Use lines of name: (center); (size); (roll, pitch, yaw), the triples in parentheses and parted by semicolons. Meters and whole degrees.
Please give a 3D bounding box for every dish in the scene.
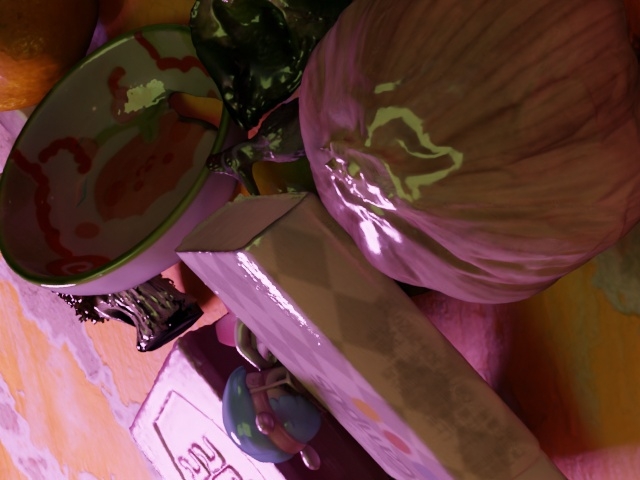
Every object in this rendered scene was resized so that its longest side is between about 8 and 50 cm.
dish: (-0.194, -0.069, 1.551); (0.324, 0.324, 0.124); (16, 163, 43)

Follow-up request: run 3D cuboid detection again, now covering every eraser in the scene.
eraser: (0.051, 0.121, 1.355); (0.397, 0.082, 0.213); (48, 162, -18)

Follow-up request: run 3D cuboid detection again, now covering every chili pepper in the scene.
chili pepper: (-0.027, -0.245, 1.353); (0.148, 0.116, 0.264); (55, 140, 19)

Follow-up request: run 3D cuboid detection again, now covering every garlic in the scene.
garlic: (0.115, -0.087, 1.162); (0.317, 0.259, 0.317); (19, 119, 39)

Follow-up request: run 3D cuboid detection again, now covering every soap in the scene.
soap: (-0.050, 0.276, 1.656); (0.359, 0.128, 0.233); (49, 140, 16)

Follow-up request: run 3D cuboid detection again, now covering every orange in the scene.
orange: (-0.389, -0.283, 1.640); (0.279, 0.235, 0.279); (19, 116, 44)

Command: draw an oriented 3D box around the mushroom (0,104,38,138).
mushroom: (-0.425, -0.216, 1.823); (0.351, 0.097, 0.109); (43, 156, 20)

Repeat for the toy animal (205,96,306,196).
toy animal: (-0.020, -0.104, 1.363); (0.202, 0.105, 0.070); (-23, 134, 17)

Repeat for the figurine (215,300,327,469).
figurine: (-0.053, 0.133, 1.540); (0.205, 0.103, 0.260); (54, -162, -48)

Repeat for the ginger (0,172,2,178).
ginger: (-0.356, -0.035, 1.889); (0.193, 0.052, 0.176); (53, 141, 1)

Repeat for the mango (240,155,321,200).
mango: (0.000, 0.000, 1.460); (0.156, 0.114, 0.251); (8, 127, 48)

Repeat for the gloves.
gloves: (-0.276, 0.011, 1.713); (0.312, 0.210, 0.135); (33, 110, 3)

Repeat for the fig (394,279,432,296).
fig: (0.080, -0.027, 1.348); (0.123, 0.123, 0.156); (-14, 92, 51)
